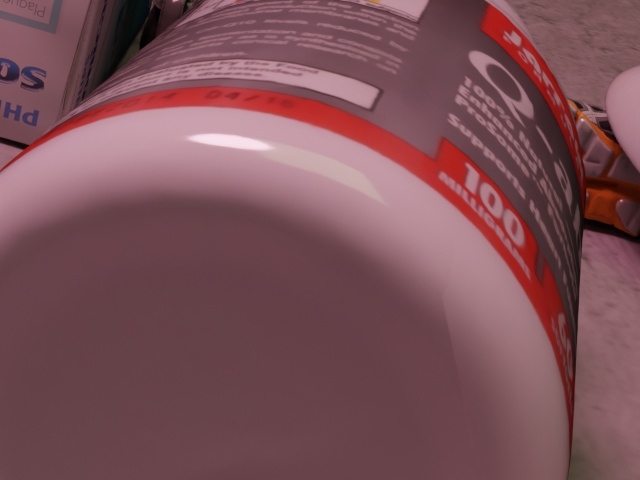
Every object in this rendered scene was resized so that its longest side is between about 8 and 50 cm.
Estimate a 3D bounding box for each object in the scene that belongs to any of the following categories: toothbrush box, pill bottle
[{"bbox_3d":[-0.223,-0.188,0.939,0.216,0.126,0.295,17,26,-2],"label":"toothbrush box"},{"bbox_3d":[0.000,0.000,0.590,0.210,0.210,0.363,19,25,3],"label":"pill bottle"}]

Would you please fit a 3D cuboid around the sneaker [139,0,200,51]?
[{"bbox_3d":[-0.033,-0.096,0.912,0.147,0.104,0.296,6,21,-20],"label":"sneaker"}]

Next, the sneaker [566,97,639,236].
[{"bbox_3d":[0.168,-0.059,0.991,0.215,0.084,0.083,22,23,-16],"label":"sneaker"}]

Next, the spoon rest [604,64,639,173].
[{"bbox_3d":[0.273,-0.013,0.909,0.137,0.084,0.276,-3,46,-34],"label":"spoon rest"}]
